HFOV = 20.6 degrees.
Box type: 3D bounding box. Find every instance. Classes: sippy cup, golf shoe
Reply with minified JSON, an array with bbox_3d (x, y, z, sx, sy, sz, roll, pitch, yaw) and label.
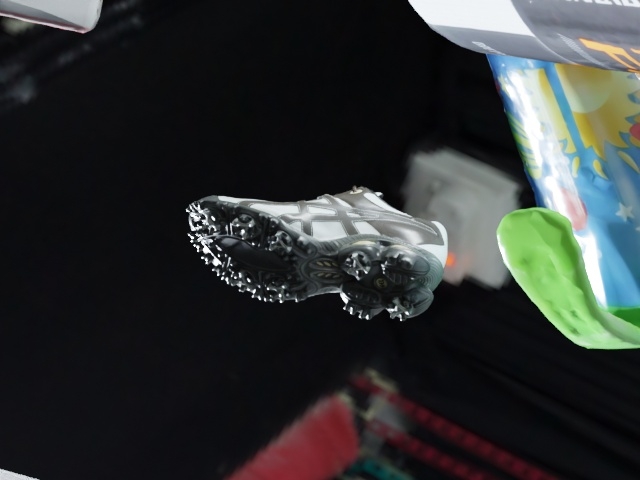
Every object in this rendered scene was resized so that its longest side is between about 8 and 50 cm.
[{"bbox_3d":[0.223,-0.087,1.156,0.224,0.240,0.305,58,-165,-24],"label":"sippy cup"},{"bbox_3d":[0.000,0.000,1.304,0.094,0.198,0.077,-55,-24,-49],"label":"golf shoe"}]

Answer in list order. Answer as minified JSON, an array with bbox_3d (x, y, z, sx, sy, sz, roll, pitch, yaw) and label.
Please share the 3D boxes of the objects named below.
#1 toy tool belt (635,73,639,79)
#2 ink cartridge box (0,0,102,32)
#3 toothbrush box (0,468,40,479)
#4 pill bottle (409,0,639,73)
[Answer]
[{"bbox_3d":[0.206,-0.102,0.917,0.051,0.052,0.083,40,-102,-38],"label":"toy tool belt"},{"bbox_3d":[-0.163,-0.206,0.493,0.066,0.296,0.261,31,-108,-82],"label":"ink cartridge box"},{"bbox_3d":[-0.148,0.289,0.929,0.126,0.216,0.295,114,171,-51],"label":"toothbrush box"},{"bbox_3d":[0.141,-0.120,0.620,0.130,0.246,0.130,-8,-75,-34],"label":"pill bottle"}]
